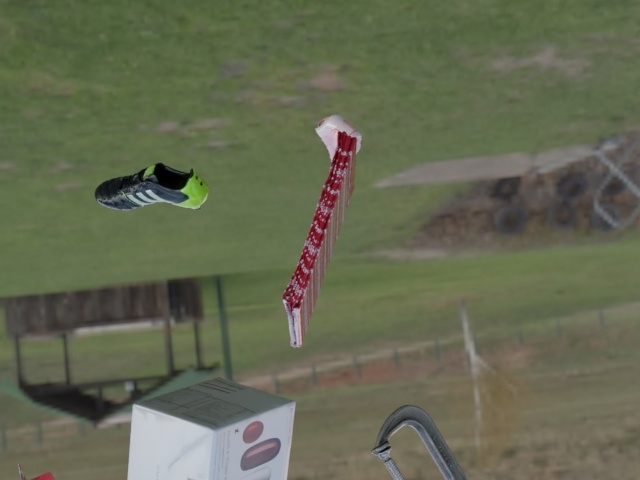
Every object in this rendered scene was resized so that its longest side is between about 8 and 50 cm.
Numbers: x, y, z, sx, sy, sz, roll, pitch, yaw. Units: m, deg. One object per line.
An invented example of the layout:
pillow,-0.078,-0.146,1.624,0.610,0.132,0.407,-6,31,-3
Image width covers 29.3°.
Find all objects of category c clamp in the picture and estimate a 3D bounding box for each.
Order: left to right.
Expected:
c clamp,0.107,0.266,1.352,0.137,0.160,0.022,-23,174,-39

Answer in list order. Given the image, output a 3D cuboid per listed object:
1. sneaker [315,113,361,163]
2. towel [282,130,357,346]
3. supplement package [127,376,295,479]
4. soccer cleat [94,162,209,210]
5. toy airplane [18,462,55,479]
sneaker,0.027,-0.164,1.980,0.051,0.070,0.134,-44,171,-14
towel,0.000,0.000,1.744,0.031,0.275,0.199,16,161,7
supplement package,-0.159,0.324,1.778,0.149,0.194,0.203,13,-168,31
soccer cleat,-0.244,-0.080,1.738,0.179,0.060,0.072,0,143,19
toy airplane,-0.356,0.349,1.511,0.151,0.151,0.028,-6,158,6
